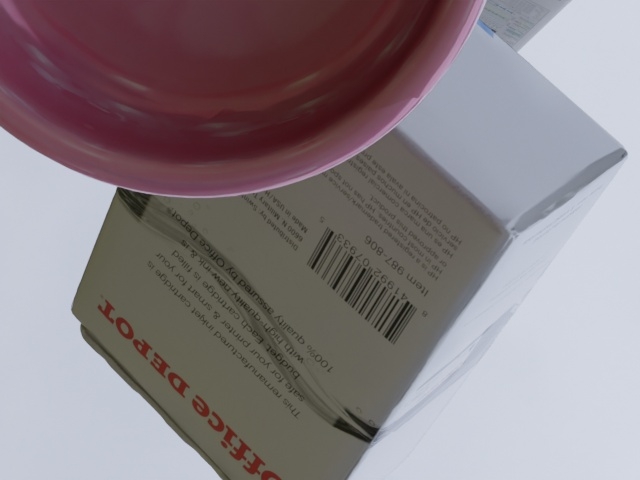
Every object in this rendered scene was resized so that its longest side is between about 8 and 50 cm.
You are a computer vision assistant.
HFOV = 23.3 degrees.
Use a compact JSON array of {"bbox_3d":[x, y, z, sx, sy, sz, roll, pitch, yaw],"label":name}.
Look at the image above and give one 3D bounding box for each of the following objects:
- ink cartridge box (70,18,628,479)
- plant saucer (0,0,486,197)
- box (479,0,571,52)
[{"bbox_3d":[0.000,0.000,1.181,0.285,0.166,0.395,44,-45,15],"label":"ink cartridge box"},{"bbox_3d":[-0.065,-0.190,0.800,0.084,0.332,0.332,-55,161,-70],"label":"plant saucer"},{"bbox_3d":[0.178,-0.323,1.791,0.322,0.232,0.058,-44,-151,46],"label":"box"}]
